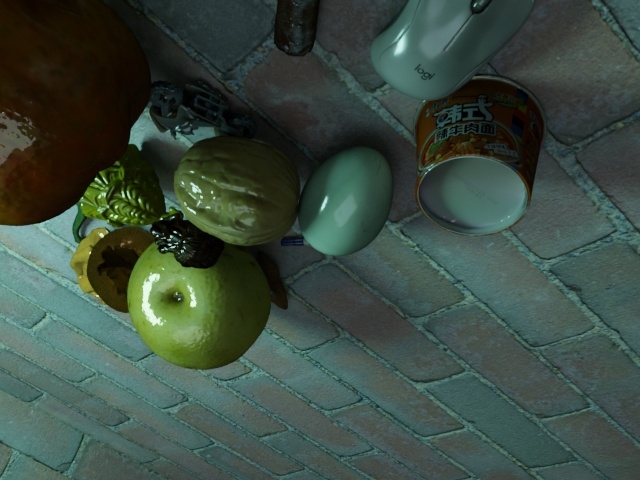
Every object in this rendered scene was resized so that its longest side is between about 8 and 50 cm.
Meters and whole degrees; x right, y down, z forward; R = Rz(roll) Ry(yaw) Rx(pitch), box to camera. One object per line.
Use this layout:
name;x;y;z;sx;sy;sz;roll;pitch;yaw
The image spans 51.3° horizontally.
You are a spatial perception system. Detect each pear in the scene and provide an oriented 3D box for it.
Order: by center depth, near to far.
pear;-0.289;0.140;1.605;0.349;0.348;0.348;9;139;8

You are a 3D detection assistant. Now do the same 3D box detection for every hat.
hat;-0.566;0.049;1.758;0.233;0.244;0.233;15;120;36

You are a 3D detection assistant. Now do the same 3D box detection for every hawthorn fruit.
hawthorn fruit;-0.536;-0.275;1.139;0.472;0.471;0.471;9;139;8

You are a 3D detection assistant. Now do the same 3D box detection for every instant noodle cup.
instant noodle cup;0.278;-0.141;1.204;0.251;0.192;0.250;10;139;9

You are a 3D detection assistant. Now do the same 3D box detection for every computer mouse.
computer mouse;0.199;-0.337;1.069;0.184;0.121;0.297;34;138;-18

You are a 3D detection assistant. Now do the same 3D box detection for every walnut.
walnut;-0.167;-0.100;1.328;0.261;0.225;0.225;19;140;4

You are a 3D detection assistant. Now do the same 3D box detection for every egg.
egg;0.053;-0.080;1.357;0.183;0.182;0.264;22;134;-6

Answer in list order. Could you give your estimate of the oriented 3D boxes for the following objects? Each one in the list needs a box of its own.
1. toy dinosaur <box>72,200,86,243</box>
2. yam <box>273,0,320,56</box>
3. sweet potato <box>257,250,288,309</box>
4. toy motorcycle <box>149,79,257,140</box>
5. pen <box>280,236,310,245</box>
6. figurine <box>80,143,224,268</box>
toy dinosaur;-0.616;-0.136;1.607;0.301;0.087;0.447;0;141;32
yam;-0.038;-0.385;1.126;0.079;0.079;0.141;15;139;2
sweet potato;-0.127;0.112;1.732;0.058;0.055;0.202;-25;132;-8
toy motorcycle;-0.247;-0.248;1.347;0.229;0.094;0.130;20;146;-24
pen;0.000;0.000;1.585;0.204;0.025;0.025;-4;136;22
figurine;-0.344;-0.047;1.449;0.315;0.187;0.168;35;162;14
